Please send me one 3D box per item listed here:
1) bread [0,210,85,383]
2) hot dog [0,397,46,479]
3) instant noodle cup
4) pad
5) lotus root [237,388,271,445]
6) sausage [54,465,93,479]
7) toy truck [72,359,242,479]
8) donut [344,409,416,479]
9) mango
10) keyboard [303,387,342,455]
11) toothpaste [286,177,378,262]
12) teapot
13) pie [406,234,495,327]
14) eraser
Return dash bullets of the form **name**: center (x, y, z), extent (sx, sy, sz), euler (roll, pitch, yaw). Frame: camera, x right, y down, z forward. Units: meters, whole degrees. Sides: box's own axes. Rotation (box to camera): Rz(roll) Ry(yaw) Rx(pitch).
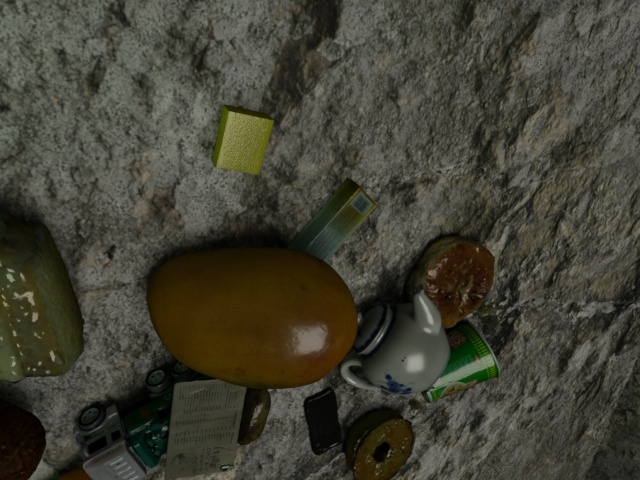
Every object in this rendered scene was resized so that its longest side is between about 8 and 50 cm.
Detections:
- **bread**: center (-0.576, 0.067, 0.848), extent (0.395, 0.239, 0.264), euler (4, 114, -32)
- **hot dog**: center (-0.683, 0.340, 0.937), extent (0.174, 0.267, 0.387), euler (-58, 142, -22)
- **instant noodle cup**: center (0.401, 0.386, 1.639), extent (0.233, 0.207, 0.207), euler (-27, 127, -4)
- **pad**: center (-0.252, 0.417, 1.153), extent (0.160, 0.009, 0.265), euler (2, 112, -24)
- **lotus root**: center (-0.187, 0.468, 1.396), extent (0.080, 0.089, 0.179), euler (-29, 140, -71)
- **sausage**: center (-0.631, 0.625, 1.226), extent (0.274, 0.105, 0.105), euler (-31, 128, -12)
- **toy truck**: center (-0.369, 0.417, 1.212), extent (0.364, 0.178, 0.176), euler (-24, 126, -12)
- **donut**: center (0.185, 0.668, 1.722), extent (0.272, 0.107, 0.272), euler (-14, 119, -27)
- **mango**: center (-0.145, 0.154, 1.104), extent (0.446, 0.232, 0.300), euler (11, 95, -3)
- **keyboard**: center (0.008, 0.559, 1.607), extent (0.106, 0.016, 0.262), euler (-20, 124, -19)
- **toothpaste**: center (0.000, 0.000, 1.250), extent (0.313, 0.071, 0.089), euler (-49, 131, 3)
- **teapot**: center (0.194, 0.275, 1.426), extent (0.280, 0.252, 0.424), euler (32, 126, -5)
- **pie**: center (0.390, 0.126, 1.534), extent (0.315, 0.092, 0.315), euler (-13, 121, -24)
- **eraser**: center (-0.159, -0.201, 1.059), extent (0.097, 0.045, 0.122), euler (4, 116, -31)
